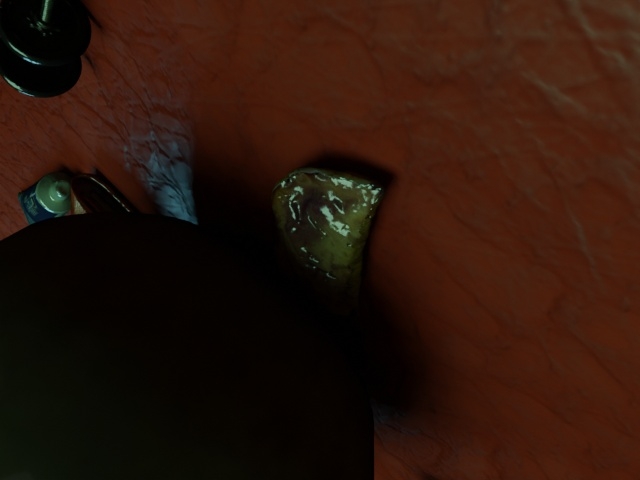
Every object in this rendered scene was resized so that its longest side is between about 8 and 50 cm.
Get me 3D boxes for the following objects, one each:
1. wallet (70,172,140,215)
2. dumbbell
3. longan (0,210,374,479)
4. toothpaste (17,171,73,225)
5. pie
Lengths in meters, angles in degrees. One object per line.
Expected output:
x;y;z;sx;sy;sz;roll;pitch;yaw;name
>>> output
-0.243;0.018;0.799;0.142;0.045;0.204;45;149;2;wallet
-0.224;-0.158;0.541;0.069;0.069;0.147;50;150;-6;dumbbell
-0.143;0.155;0.561;0.404;0.336;0.404;33;-175;-3;longan
-0.354;-0.047;0.866;0.069;0.047;0.268;43;156;-20;toothpaste
0.000;0.000;0.488;0.092;0.034;0.170;29;147;20;pie
